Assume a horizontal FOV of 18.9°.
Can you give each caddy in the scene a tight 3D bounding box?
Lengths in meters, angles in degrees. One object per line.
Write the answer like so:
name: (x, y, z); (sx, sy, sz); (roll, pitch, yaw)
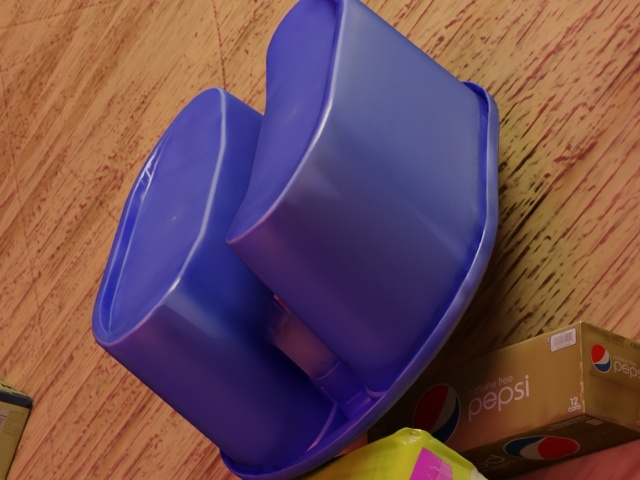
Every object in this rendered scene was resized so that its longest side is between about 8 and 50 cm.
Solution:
caddy: (0.000, 0.000, 1.219); (0.241, 0.179, 0.341); (-40, 22, 28)

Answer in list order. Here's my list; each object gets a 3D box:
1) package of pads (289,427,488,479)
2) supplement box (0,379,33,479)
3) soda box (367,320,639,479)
package of pads: (-0.019, 0.245, 1.128); (0.296, 0.101, 0.229); (-32, 28, 53)
supplement box: (-0.301, 0.158, 1.649); (0.083, 0.056, 0.083); (20, 90, 53)
soda box: (0.110, 0.105, 1.155); (0.181, 0.061, 0.058); (-24, 57, 44)
